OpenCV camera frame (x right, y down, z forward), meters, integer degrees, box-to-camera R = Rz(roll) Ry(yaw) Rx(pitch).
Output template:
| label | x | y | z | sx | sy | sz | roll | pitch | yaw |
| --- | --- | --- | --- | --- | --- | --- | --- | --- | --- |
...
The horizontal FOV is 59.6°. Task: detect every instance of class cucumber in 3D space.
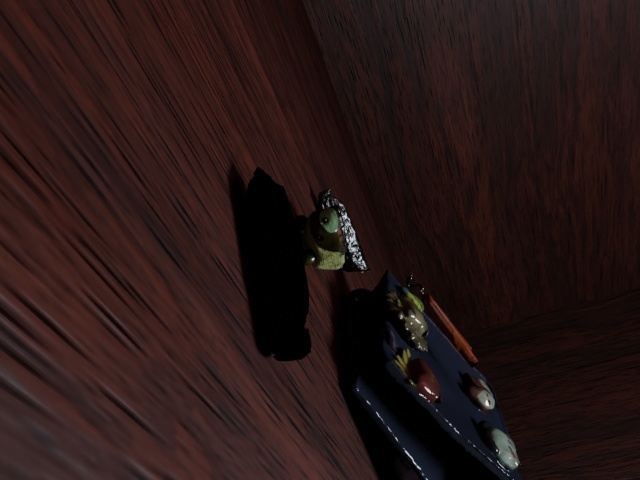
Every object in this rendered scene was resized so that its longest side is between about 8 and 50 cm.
| label | x | y | z | sx | sy | sz | roll | pitch | yaw |
| --- | --- | --- | --- | --- | --- | --- | --- | --- | --- |
| cucumber | 0.037 | -0.012 | 0.957 | 0.053 | 0.053 | 0.181 | -91 | 160 | -59 |

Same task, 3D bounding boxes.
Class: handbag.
| label | x | y | z | sx | sy | sz | roll | pitch | yaw |
| --- | --- | --- | --- | --- | --- | --- | --- | --- | --- |
| handbag | 0.163 | 0.217 | 0.843 | 0.329 | 0.122 | 0.303 | 51 | 14 | -12 |

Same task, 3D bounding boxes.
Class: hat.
| label | x | y | z | sx | sy | sz | roll | pitch | yaw |
| --- | --- | --- | --- | --- | --- | --- | --- | --- | --- |
| hat | 0.000 | 0.000 | 0.706 | 0.076 | 0.059 | 0.077 | 103 | -22 | -77 |

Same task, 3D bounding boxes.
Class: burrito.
| label | x | y | z | sx | sy | sz | roll | pitch | yaw |
| --- | --- | --- | --- | --- | --- | --- | --- | --- | --- |
| burrito | -0.038 | 0.017 | 0.495 | 0.058 | 0.045 | 0.188 | 69 | 6 | -65 |

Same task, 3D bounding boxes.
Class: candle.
| label | x | y | z | sx | sy | sz | roll | pitch | yaw |
| --- | --- | --- | --- | --- | --- | --- | --- | --- | --- |
| candle | 0.186 | 0.122 | 0.863 | 0.167 | 0.021 | 0.026 | 54 | 29 | 16 |

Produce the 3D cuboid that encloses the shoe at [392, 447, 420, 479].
| label | x | y | z | sx | sy | sz | roll | pitch | yaw |
| --- | --- | --- | --- | --- | --- | --- | --- | --- | --- |
| shoe | 0.171 | 0.363 | 0.952 | 0.137 | 0.095 | 0.245 | 63 | 12 | -9 |
